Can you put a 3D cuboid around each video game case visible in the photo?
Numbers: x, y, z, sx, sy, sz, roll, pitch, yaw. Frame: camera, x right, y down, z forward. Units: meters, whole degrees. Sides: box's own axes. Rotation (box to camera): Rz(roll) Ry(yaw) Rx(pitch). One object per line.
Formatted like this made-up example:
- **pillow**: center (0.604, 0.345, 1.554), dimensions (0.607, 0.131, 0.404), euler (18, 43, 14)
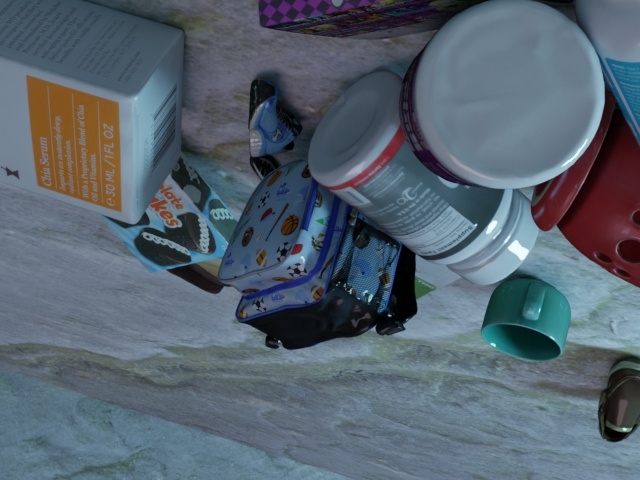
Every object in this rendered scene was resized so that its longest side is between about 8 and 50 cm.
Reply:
- **video game case**: center (0.093, -0.235, 1.000), dimensions (0.232, 0.041, 0.210), euler (-2, -176, 39)

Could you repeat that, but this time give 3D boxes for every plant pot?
- **plant pot**: center (0.337, -0.057, 1.140), dimensions (0.174, 0.191, 0.191), euler (23, 156, 2)

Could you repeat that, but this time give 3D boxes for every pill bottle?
- **pill bottle**: center (0.323, -0.186, 0.936), dimensions (0.146, 0.146, 0.264), euler (1, 149, 36)
- **pill bottle**: center (0.165, -0.137, 1.033), dimensions (0.169, 0.169, 0.301), euler (21, -177, -1)
- **pill bottle**: center (0.137, -0.071, 1.300), dimensions (0.283, 0.161, 0.161), euler (34, 152, -29)

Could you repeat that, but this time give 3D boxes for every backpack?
- **backpack**: center (0.000, 0.000, 1.433), dimensions (0.213, 0.263, 0.277), euler (41, 146, -28)

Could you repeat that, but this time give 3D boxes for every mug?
- **mug**: center (0.331, 0.114, 1.606), dimensions (0.129, 0.097, 0.158), euler (30, 153, -19)

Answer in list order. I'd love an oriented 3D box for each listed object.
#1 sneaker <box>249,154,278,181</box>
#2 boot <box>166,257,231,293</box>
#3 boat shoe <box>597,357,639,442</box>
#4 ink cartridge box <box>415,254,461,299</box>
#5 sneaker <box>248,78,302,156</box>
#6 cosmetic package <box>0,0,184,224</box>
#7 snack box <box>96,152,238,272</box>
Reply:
- **sneaker**: center (-0.079, -0.094, 1.561), dimensions (0.044, 0.040, 0.109), euler (3, 150, 37)
- **boot**: center (-0.254, 0.026, 1.882), dimensions (0.249, 0.090, 0.207), euler (25, 153, -19)
- **boat shoe**: center (0.540, 0.292, 1.813), dimensions (0.095, 0.095, 0.257), euler (14, 155, 14)
- **ink cartridge box**: center (0.159, 0.020, 1.586), dimensions (0.109, 0.062, 0.209), euler (27, 155, -13)
- **sneaker**: center (-0.060, -0.167, 1.397), dimensions (0.073, 0.063, 0.162), euler (2, 159, -1)
- **cosmetic package**: center (-0.421, -0.211, 1.374), dimensions (0.454, 0.161, 0.230), euler (17, 137, 8)
- **snack box**: center (-0.283, -0.086, 1.614), dimensions (0.187, 0.060, 0.322), euler (-13, 131, 32)
